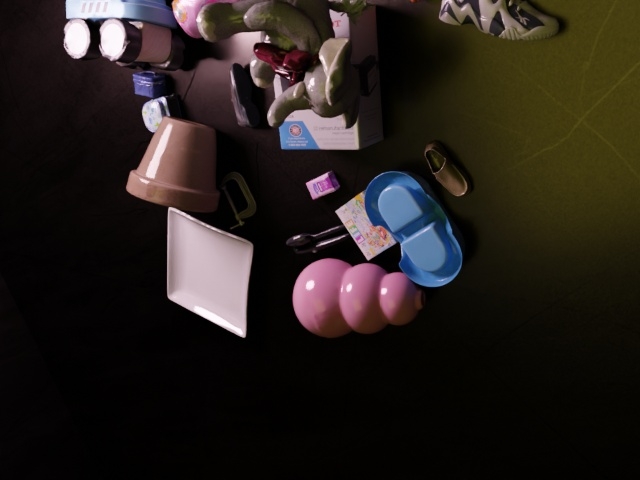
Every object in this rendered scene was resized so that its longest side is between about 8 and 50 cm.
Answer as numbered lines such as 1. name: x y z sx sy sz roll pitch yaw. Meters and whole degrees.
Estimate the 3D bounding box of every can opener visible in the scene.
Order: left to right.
1. can opener: 0.000 0.000 1.542 0.186 0.073 0.059 -12 94 28

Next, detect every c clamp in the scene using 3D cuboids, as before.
1. c clamp: -0.251 -0.118 1.685 0.137 0.022 0.160 -14 101 38

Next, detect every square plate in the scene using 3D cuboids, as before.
1. square plate: -0.350 0.097 1.826 0.344 0.049 0.347 22 120 25

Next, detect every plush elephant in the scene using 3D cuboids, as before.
1. plush elephant: -0.029 -0.334 1.125 0.330 0.272 0.255 -16 74 12

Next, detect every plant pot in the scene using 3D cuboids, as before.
1. plant pot: -0.395 -0.222 1.618 0.263 0.263 0.229 21 103 26

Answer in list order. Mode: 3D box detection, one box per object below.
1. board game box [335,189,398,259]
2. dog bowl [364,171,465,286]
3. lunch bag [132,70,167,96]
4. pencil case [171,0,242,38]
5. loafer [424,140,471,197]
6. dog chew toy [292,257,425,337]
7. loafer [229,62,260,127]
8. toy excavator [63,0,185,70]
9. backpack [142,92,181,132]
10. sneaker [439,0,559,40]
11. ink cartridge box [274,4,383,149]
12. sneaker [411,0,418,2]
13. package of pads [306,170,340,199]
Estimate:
1. board game box: 0.120 -0.039 1.462 0.103 0.026 0.154 -36 87 39
2. dog bowl: 0.230 -0.036 1.359 0.166 0.074 0.297 -35 88 39
3. lunch bag: -0.499 -0.463 1.680 0.098 0.067 0.065 16 124 27
4. pencil case: -0.247 -0.623 1.415 0.284 0.124 0.124 -25 94 39
5. loafer: 0.279 -0.155 1.290 0.148 0.050 0.056 51 128 6
6. dog chew toy: 0.100 0.146 1.453 0.332 0.206 0.206 -3 107 26
7. loafer: -0.217 -0.384 1.529 0.061 0.062 0.170 -1 107 40
8. toy excavator: -0.580 -0.712 1.573 0.433 0.222 0.445 12 103 28
9. backpack: -0.476 -0.370 1.695 0.114 0.084 0.105 -4 105 38
10. sneaker: 0.347 -0.475 1.082 0.235 0.094 0.153 31 133 33
11. ink cartridge box: 0.013 -0.373 1.331 0.223 0.129 0.307 6 112 32
12. sneaker: 0.237 -0.552 1.148 0.067 0.064 0.175 39 129 3
13. package of pads: 0.006 -0.143 1.493 0.083 0.032 0.050 -20 100 38
